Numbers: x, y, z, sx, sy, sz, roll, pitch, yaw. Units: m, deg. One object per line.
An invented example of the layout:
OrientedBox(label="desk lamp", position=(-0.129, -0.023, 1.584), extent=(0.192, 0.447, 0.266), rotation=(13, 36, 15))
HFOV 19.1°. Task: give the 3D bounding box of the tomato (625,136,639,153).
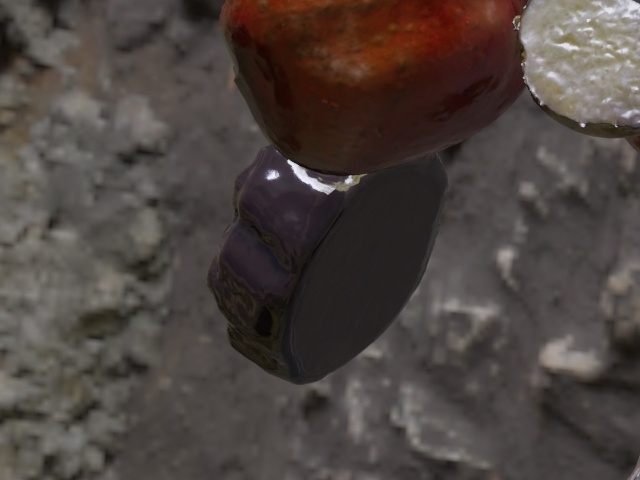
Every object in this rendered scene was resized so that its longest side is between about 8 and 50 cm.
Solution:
OrientedBox(label="tomato", position=(0.367, -0.188, 1.930), extent=(0.225, 0.085, 0.225), rotation=(-49, 23, 29))

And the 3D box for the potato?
OrientedBox(label="potato", position=(0.208, -0.102, 1.267), extent=(0.101, 0.172, 0.089), rotation=(-55, -24, -4))

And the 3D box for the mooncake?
OrientedBox(label="mooncake", position=(0.000, 0.000, 1.922), extent=(0.141, 0.283, 0.283), rotation=(28, 116, 27))

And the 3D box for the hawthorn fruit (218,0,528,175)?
OrientedBox(label="hawthorn fruit", position=(0.076, -0.191, 1.525), extent=(0.300, 0.254, 0.254), rotation=(-17, 58, 24))

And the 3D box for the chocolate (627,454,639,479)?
OrientedBox(label="chocolate", position=(0.358, 0.166, 1.619), extent=(0.303, 0.185, 0.100), rotation=(-63, 10, -29))
